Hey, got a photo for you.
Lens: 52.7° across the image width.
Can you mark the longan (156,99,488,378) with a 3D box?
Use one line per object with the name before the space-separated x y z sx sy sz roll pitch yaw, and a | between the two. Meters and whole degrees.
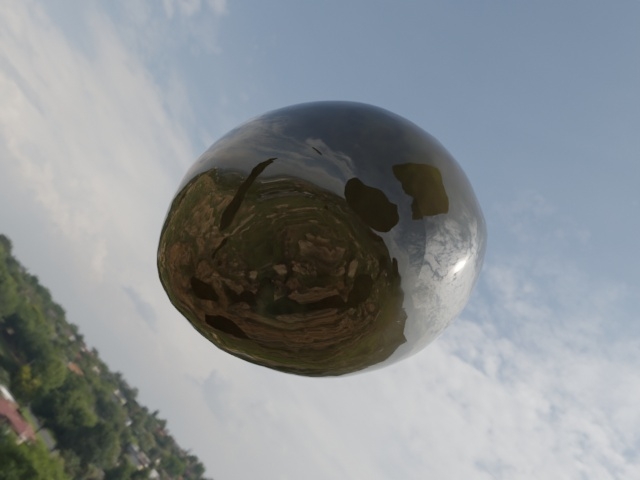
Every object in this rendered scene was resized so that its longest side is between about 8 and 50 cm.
longan | 0.000 0.000 0.498 0.248 0.248 0.248 41 -23 22
